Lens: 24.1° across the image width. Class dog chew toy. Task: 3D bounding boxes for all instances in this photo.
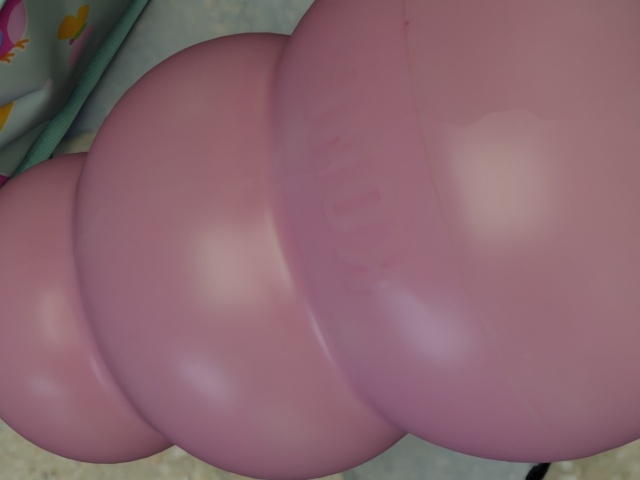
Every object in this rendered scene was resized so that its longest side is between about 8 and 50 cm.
[{"bbox_3d":[0.000,0.000,0.584,0.332,0.206,0.207,-16,89,21],"label":"dog chew toy"}]

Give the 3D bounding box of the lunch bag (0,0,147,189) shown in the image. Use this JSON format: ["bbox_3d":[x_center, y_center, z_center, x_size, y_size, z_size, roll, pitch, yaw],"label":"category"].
[{"bbox_3d":[-0.206,-0.113,0.642,0.223,0.160,0.262,29,94,9],"label":"lunch bag"}]
